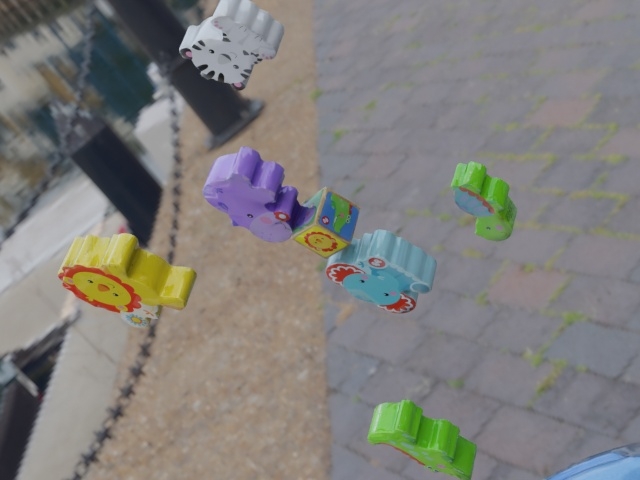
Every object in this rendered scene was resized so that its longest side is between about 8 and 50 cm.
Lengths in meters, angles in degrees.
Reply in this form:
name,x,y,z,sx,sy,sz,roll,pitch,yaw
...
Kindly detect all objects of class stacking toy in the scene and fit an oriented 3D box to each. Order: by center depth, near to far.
name,x,y,z,sx,sy,sz,roll,pitch,yaw
stacking toy,0.000,0.000,0.572,0.052,0.221,0.167,-32,33,51

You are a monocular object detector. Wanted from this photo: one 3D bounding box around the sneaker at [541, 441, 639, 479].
name,x,y,z,sx,sy,sz,roll,pitch,yaw
sneaker,0.066,0.148,0.417,0.209,0.069,0.082,-31,12,11
